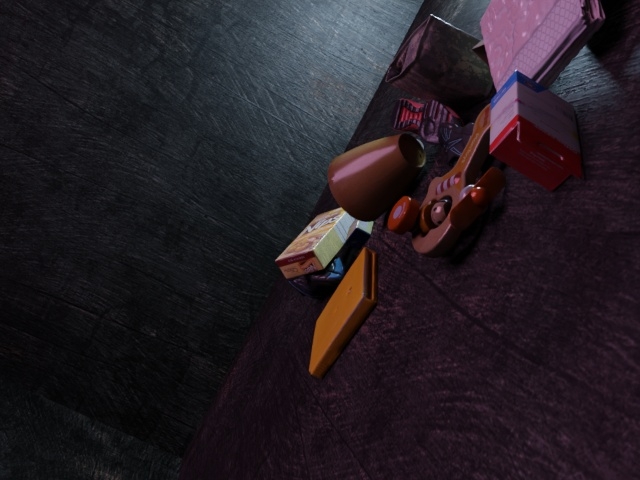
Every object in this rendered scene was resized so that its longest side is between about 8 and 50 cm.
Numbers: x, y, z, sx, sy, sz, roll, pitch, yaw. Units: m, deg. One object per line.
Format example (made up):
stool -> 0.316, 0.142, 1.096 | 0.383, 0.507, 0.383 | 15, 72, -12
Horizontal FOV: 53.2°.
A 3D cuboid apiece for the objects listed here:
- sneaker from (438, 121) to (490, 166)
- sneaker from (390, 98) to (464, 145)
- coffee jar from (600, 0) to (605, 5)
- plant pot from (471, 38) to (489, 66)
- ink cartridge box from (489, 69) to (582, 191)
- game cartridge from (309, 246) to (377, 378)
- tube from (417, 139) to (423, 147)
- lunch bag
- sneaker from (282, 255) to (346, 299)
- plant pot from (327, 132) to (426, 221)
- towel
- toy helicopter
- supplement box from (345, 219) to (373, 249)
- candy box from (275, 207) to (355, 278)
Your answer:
sneaker -> 0.328, -0.220, 1.521 | 0.106, 0.101, 0.267 | -64, 9, 5
sneaker -> 0.332, -0.340, 1.818 | 0.314, 0.136, 0.116 | 40, 121, 57
coffee jar -> 0.541, -0.517, 1.271 | 0.184, 0.079, 0.096 | -61, 12, 9
plant pot -> 0.456, -0.474, 1.562 | 0.096, 0.109, 0.109 | -49, 10, 4
ink cartridge box -> 0.365, -0.178, 1.090 | 0.078, 0.134, 0.231 | -53, 13, 42
game cartridge -> 0.067, 0.214, 1.872 | 0.324, 0.052, 0.285 | -60, 9, 27
tube -> 0.276, -0.257, 2.093 | 0.080, 0.052, 0.207 | -56, -1, -27
lunch bag -> 0.332, -0.471, 1.790 | 0.287, 0.235, 0.169 | 161, 131, -76
sneaker -> 0.001, 0.135, 2.273 | 0.125, 0.140, 0.341 | -40, 19, -25
plant pot -> 0.190, -0.215, 1.956 | 0.254, 0.237, 0.237 | -33, 28, 45
towel -> 0.432, -0.455, 1.310 | 0.332, 0.053, 0.317 | 118, 152, -61
toy helicopter -> 0.296, -0.126, 1.315 | 0.355, 0.140, 0.235 | -63, 15, 0
supplement box -> 0.132, -0.030, 2.167 | 0.083, 0.056, 0.083 | -54, 12, 42
candy box -> 0.000, 0.000, 2.262 | 0.183, 0.088, 0.316 | -16, 23, 40
